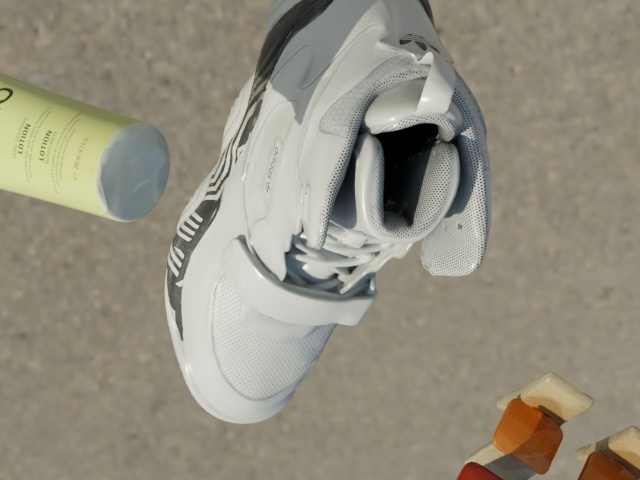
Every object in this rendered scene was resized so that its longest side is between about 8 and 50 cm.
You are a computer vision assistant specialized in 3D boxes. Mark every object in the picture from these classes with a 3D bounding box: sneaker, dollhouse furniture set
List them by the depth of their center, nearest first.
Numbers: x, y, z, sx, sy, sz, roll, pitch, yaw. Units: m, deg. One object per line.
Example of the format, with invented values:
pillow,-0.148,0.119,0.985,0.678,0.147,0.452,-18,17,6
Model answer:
sneaker,0.000,0.000,1.288,0.137,0.210,0.365,11,114,-22
dollhouse furniture set,0.190,0.257,1.343,0.259,0.262,0.135,34,152,-7

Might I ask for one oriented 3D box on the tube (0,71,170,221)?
tube,-0.197,-0.066,1.185,0.240,0.070,0.062,18,140,39
